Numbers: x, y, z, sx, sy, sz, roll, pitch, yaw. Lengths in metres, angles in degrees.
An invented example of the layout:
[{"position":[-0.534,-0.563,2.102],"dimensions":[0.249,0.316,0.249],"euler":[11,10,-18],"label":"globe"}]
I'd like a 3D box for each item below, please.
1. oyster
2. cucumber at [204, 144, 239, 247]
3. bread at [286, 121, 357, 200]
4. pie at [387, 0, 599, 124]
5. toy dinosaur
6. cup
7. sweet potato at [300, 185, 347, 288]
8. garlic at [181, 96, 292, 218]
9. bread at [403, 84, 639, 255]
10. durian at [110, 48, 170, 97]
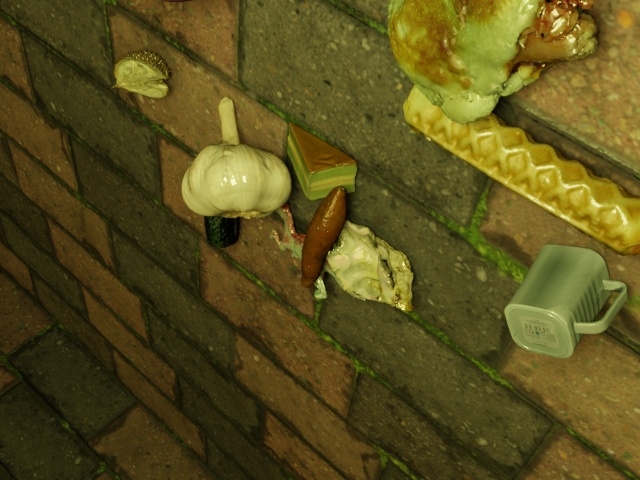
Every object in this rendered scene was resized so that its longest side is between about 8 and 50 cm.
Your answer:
[{"position":[0.083,0.031,1.268],"dimensions":[0.209,0.072,0.133],"euler":[22,115,47],"label":"oyster"},{"position":[-0.203,-0.091,1.485],"dimensions":[0.074,0.074,0.241],"euler":[33,141,27],"label":"cucumber"},{"position":[-0.001,-0.142,1.248],"dimensions":[0.074,0.084,0.139],"euler":[93,160,-46],"label":"bread"},{"position":[0.176,-0.278,0.844],"dimensions":[0.274,0.105,0.257],"euler":[-29,83,54],"label":"pie"},{"position":[-0.007,0.031,1.377],"dimensions":[0.242,0.053,0.167],"euler":[30,135,43],"label":"toy dinosaur"},{"position":[0.327,0.081,0.963],"dimensions":[0.128,0.129,0.095],"euler":[10,135,42],"label":"cup"},{"position":[-0.001,-0.001,1.266],"dimensions":[0.057,0.057,0.265],"euler":[41,137,16],"label":"sweet potato"},{"position":[-0.146,-0.152,1.320],"dimensions":[0.199,0.199,0.226],"euler":[-19,72,55],"label":"garlic"},{"position":[0.257,-0.096,0.926],"dimensions":[0.367,0.077,0.084],"euler":[37,140,23],"label":"bread"},{"position":[-0.348,-0.327,1.432],"dimensions":[0.140,0.071,0.110],"euler":[-7,133,27],"label":"durian"}]
